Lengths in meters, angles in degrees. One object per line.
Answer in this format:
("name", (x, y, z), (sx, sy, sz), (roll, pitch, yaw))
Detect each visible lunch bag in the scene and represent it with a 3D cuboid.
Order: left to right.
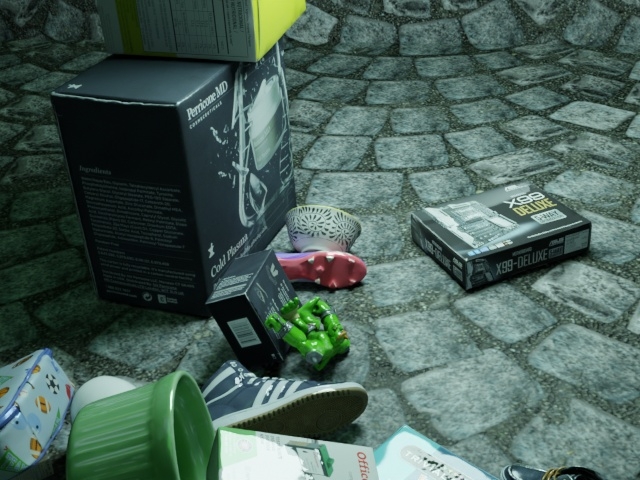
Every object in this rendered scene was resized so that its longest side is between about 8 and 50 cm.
("lunch bag", (-0.533, 0.300, 1.382), (0.243, 0.115, 0.303), (-24, 15, 9))

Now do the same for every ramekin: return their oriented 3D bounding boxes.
("ramekin", (-0.226, 0.339, 1.186), (0.148, 0.303, 0.303), (-13, 31, 1))

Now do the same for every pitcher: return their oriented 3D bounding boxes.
("pitcher", (-0.336, 0.327, 1.403), (0.178, 0.125, 0.207), (-35, 51, -17))

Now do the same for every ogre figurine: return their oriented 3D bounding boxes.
("ogre figurine", (-0.011, 0.167, 1.605), (0.097, 0.197, 0.118), (-43, 73, 4))

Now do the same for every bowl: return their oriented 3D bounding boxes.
("bowl", (0.000, 0.000, 1.887), (0.170, 0.170, 0.080), (3, 64, 14))

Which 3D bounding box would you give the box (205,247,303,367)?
("box", (-0.117, 0.126, 1.639), (0.093, 0.156, 0.158), (-15, 25, 26))

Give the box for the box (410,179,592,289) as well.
("box", (0.386, -0.020, 1.901), (0.308, 0.076, 0.242), (-16, 32, -17))

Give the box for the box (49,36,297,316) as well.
("box", (-0.281, -0.175, 1.881), (0.298, 0.471, 0.480), (7, 33, 20))

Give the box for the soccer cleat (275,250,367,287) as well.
("soccer cleat", (-0.027, 0.054, 1.846), (0.248, 0.083, 0.095), (-4, 19, 3))

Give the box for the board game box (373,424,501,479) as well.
("board game box", (0.105, 0.423, 1.196), (0.254, 0.079, 0.336), (24, 41, 39))

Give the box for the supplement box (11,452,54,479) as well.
("supplement box", (-0.490, 0.368, 1.420), (0.098, 0.036, 0.062), (-21, 33, -25))

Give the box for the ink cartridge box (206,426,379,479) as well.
("ink cartridge box", (-0.033, 0.336, 1.128), (0.220, 0.092, 0.160), (10, 29, -13))

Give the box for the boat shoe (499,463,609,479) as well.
("boat shoe", (0.346, 0.352, 1.273), (0.183, 0.083, 0.065), (20, 39, 36))

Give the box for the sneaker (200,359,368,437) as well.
("sneaker", (-0.072, 0.261, 1.477), (0.282, 0.099, 0.153), (-14, 33, -10))

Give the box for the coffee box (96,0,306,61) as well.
("coffee box", (-0.236, -0.579, 1.759), (0.335, 0.338, 0.337), (6, 33, 14))
